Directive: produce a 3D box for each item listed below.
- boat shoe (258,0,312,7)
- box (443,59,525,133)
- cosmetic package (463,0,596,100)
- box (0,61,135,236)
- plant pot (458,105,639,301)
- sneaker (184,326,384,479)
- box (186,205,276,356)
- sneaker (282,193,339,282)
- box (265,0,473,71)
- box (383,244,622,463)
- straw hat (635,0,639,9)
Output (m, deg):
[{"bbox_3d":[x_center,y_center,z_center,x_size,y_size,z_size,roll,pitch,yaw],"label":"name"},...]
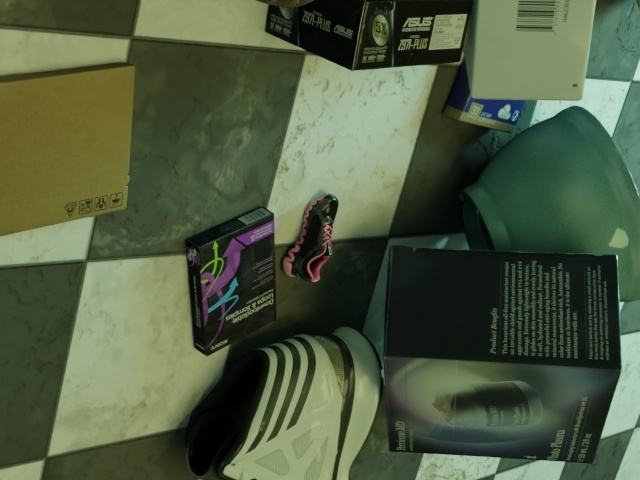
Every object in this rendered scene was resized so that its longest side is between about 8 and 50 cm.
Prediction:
[{"bbox_3d":[-0.119,-0.328,1.125,0.324,0.123,0.116,16,68,-41],"label":"boat shoe"},{"bbox_3d":[0.258,-0.265,1.611,0.136,0.036,0.225,5,108,-48],"label":"box"},{"bbox_3d":[0.243,-0.315,1.396,0.224,0.138,0.224,-83,175,-58],"label":"cosmetic package"},{"bbox_3d":[-0.276,-0.089,1.162,0.201,0.021,0.164,-15,124,-40],"label":"box"},{"bbox_3d":[0.316,-0.021,1.663,0.196,0.293,0.293,-20,132,-5],"label":"plant pot"},{"bbox_3d":[-0.082,0.332,1.557,0.257,0.169,0.447,-1,107,-37],"label":"sneaker"},{"bbox_3d":[-0.105,0.051,1.426,0.116,0.029,0.162,-26,132,-34],"label":"box"},{"bbox_3d":[0.000,0.000,1.485,0.047,0.057,0.119,16,100,-48],"label":"sneaker"},{"bbox_3d":[0.056,-0.253,1.313,0.180,0.147,0.077,-12,121,-42],"label":"box"},{"bbox_3d":[0.235,0.161,1.573,0.296,0.294,0.183,82,13,-56],"label":"box"},{"bbox_3d":[0.437,-0.381,1.702,0.061,0.144,0.144,-13,135,9],"label":"straw hat"}]
